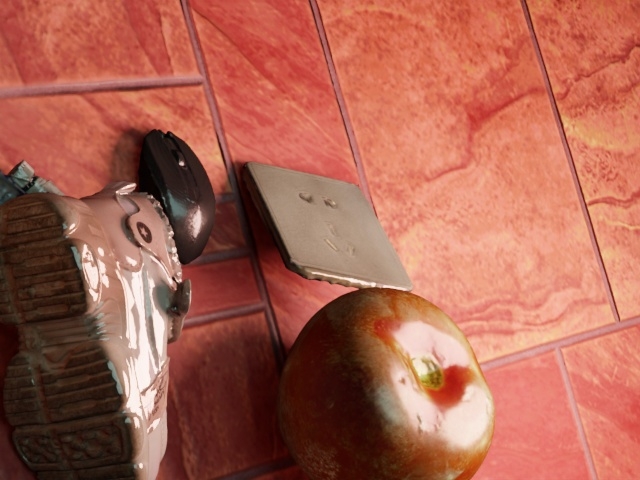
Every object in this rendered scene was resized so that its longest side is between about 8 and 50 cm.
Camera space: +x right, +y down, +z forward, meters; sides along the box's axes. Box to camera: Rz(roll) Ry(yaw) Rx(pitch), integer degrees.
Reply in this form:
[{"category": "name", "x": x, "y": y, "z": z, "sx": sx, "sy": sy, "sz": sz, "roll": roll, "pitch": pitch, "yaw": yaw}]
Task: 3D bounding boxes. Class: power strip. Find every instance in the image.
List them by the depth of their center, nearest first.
[{"category": "power strip", "x": 0.000, "y": 0.000, "z": 1.816, "sx": 0.198, "sy": 0.064, "sz": 0.213, "roll": 13, "pitch": 37, "yaw": -36}]

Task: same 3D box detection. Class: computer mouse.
[{"category": "computer mouse", "x": -0.168, "y": -0.057, "z": 1.705, "sx": 0.099, "sy": 0.057, "sz": 0.172, "roll": 0, "pitch": 74, "yaw": -46}]

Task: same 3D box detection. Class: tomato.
[{"category": "tomato", "x": 0.067, "y": 0.200, "z": 1.716, "sx": 0.270, "sy": 0.222, "sz": 0.270, "roll": 24, "pitch": 44, "yaw": -26}]

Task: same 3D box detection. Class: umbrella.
[{"category": "umbrella", "x": -0.276, "y": -0.013, "z": 1.599, "sx": 0.188, "sy": 0.046, "sz": 0.050, "roll": 45, "pitch": 54, "yaw": -22}]

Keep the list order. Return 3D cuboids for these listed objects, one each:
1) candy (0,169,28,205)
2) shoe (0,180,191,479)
[{"category": "candy", "x": -0.391, "y": -0.057, "z": 1.497, "sx": 0.275, "sy": 0.070, "sz": 0.145, "roll": 49, "pitch": 58, "yaw": -20}, {"category": "shoe", "x": -0.215, "y": 0.105, "z": 1.508, "sx": 0.198, "sy": 0.172, "sz": 0.350, "roll": -26, "pitch": 113, "yaw": -53}]
